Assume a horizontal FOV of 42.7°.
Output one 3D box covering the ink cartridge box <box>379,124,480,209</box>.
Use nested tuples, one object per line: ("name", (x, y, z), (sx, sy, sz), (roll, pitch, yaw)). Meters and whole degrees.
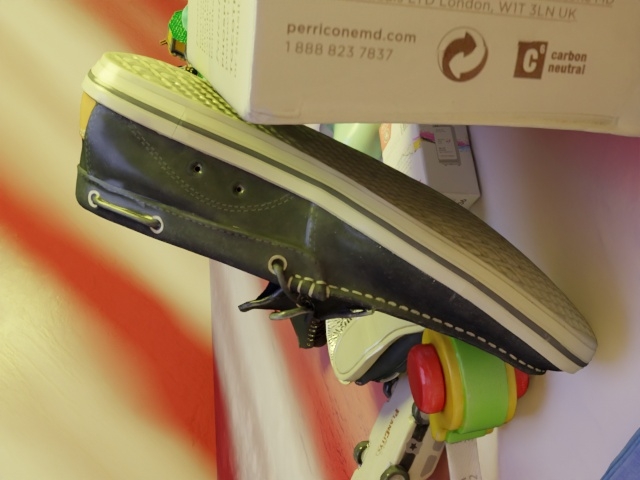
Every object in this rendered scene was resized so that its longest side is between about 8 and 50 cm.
("ink cartridge box", (0.128, -0.078, 0.972), (0.115, 0.067, 0.198), (121, 148, -61))

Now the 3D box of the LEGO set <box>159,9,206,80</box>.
("LEGO set", (-0.113, -0.288, 1.420), (0.255, 0.331, 0.192), (61, 161, 4))

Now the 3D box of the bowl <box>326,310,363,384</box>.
("bowl", (0.068, 0.116, 1.155), (0.170, 0.080, 0.170), (-179, 90, -74))

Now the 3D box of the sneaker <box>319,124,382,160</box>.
("sneaker", (0.071, -0.192, 1.169), (0.256, 0.094, 0.151), (-101, 36, -71))

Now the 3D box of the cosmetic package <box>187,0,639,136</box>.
("cosmetic package", (0.069, -0.285, 0.704), (0.394, 0.329, 0.327), (-129, 42, -67))

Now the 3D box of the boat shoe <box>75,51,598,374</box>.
("boat shoe", (0.000, 0.000, 0.731), (0.156, 0.500, 0.187), (-65, -5, 16))

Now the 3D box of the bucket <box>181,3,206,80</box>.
("bucket", (-0.082, -0.306, 1.186), (0.281, 0.183, 0.281), (166, 90, -73))

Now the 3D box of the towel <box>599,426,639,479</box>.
("towel", (0.276, 0.251, 0.494), (0.336, 0.040, 0.243), (-105, 21, -43))

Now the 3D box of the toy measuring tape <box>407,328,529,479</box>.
("toy measuring tape", (0.153, 0.193, 0.815), (0.121, 0.121, 0.330), (-172, 74, -74))

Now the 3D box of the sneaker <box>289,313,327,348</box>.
("sneaker", (0.007, 0.131, 1.414), (0.222, 0.083, 0.118), (2, 110, 67))

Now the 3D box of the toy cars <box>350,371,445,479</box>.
("toy cars", (0.105, 0.327, 0.948), (0.176, 0.087, 0.394), (-44, 31, 46))

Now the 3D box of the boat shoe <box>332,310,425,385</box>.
("boat shoe", (0.112, 0.096, 0.958), (0.254, 0.079, 0.095), (-51, 38, 35))
